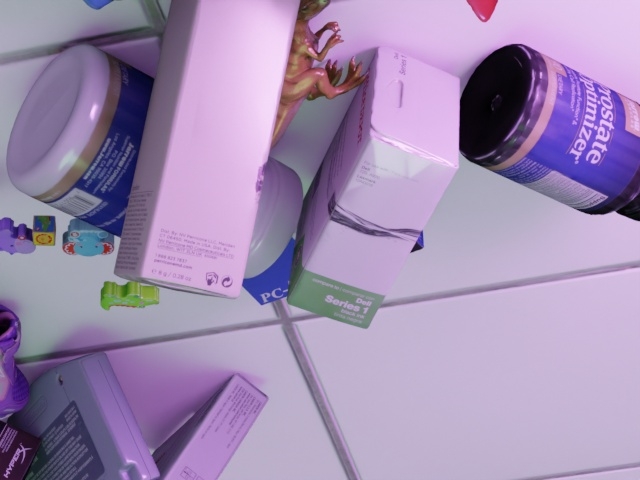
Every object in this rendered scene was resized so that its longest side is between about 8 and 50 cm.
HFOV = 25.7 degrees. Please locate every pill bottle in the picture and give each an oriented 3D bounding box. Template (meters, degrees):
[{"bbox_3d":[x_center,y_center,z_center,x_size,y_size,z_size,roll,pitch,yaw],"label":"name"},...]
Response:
[{"bbox_3d":[0.249,-0.097,1.370,0.219,0.122,0.123,21,137,-28],"label":"pill bottle"},{"bbox_3d":[-0.154,-0.067,1.359,0.265,0.153,0.153,27,134,-33],"label":"pill bottle"}]

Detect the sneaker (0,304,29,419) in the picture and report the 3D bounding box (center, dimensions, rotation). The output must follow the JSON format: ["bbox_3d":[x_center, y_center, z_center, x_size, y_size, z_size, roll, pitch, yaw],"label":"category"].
[{"bbox_3d":[-0.392,0.129,1.656,0.105,0.095,0.236,-18,139,8],"label":"sneaker"}]

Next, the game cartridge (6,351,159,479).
[{"bbox_3d":[-0.311,0.265,1.750,0.060,0.196,0.294,-17,162,-42],"label":"game cartridge"}]

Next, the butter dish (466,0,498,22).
[{"bbox_3d":[0.089,-0.277,1.130,0.118,0.160,0.160,2,148,33],"label":"butter dish"}]

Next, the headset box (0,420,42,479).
[{"bbox_3d":[-0.526,0.287,1.757,0.293,0.110,0.218,25,128,-5],"label":"headset box"}]

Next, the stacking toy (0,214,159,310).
[{"bbox_3d":[-0.274,-0.001,1.426,0.221,0.167,0.052,2,142,-7],"label":"stacking toy"}]

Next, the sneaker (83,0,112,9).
[{"bbox_3d":[-0.199,-0.283,1.142,0.090,0.081,0.232,-19,147,16],"label":"sneaker"}]

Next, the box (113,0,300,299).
[{"bbox_3d":[-0.100,-0.091,1.226,0.094,0.275,0.113,14,177,-20],"label":"box"}]

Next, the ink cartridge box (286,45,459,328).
[{"bbox_3d":[0.051,-0.051,1.351,0.093,0.160,0.219,20,129,-10],"label":"ink cartridge box"}]

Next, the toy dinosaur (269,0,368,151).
[{"bbox_3d":[-0.025,-0.143,1.307,0.112,0.064,0.211,-5,126,-33],"label":"toy dinosaur"}]

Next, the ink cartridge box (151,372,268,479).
[{"bbox_3d":[-0.198,0.320,1.770,0.060,0.275,0.239,39,132,-4],"label":"ink cartridge box"}]

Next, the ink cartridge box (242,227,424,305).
[{"bbox_3d":[0.000,0.000,1.543,0.207,0.046,0.097,-20,138,21],"label":"ink cartridge box"}]
